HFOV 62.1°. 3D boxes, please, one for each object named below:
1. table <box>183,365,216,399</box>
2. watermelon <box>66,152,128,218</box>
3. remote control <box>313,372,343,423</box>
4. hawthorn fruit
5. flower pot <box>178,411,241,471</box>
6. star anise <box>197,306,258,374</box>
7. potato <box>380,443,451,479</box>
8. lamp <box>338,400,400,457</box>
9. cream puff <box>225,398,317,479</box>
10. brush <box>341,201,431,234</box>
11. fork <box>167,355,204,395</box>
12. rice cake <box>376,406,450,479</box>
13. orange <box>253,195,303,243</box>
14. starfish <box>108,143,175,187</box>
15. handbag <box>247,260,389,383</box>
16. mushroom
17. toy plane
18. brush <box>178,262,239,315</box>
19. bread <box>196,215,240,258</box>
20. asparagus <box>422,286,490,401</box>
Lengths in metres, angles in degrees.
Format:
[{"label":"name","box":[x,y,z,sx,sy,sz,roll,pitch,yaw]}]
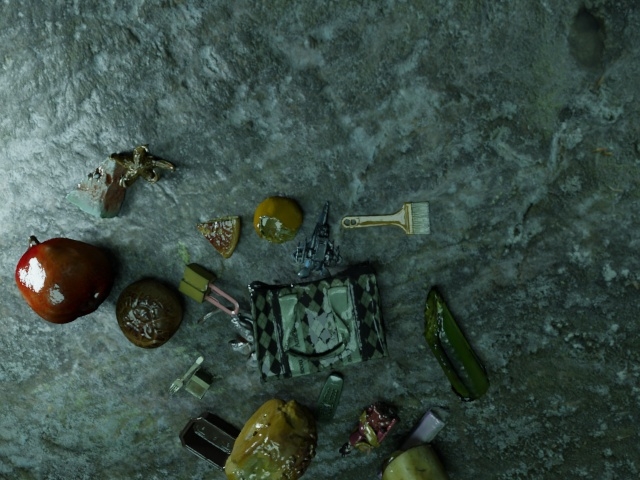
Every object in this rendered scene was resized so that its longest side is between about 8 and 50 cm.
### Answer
[{"label":"table","box":[-0.441,0.521,1.951,0.079,0.062,0.083,35,114,-3]},{"label":"watermelon","box":[-0.700,-0.183,1.729,0.154,0.094,0.241,35,111,-10]},{"label":"remote control","box":[0.031,0.561,1.880,0.072,0.042,0.222,18,115,5]},{"label":"hawthorn fruit","box":[-0.861,0.136,1.783,0.311,0.295,0.295,15,113,7]},{"label":"flower pot","box":[-0.398,0.752,2.023,0.250,0.084,0.179,34,113,-4]},{"label":"star anise","box":[-0.211,0.347,1.794,0.359,0.139,0.316,-21,96,15]},{"label":"potato","box":[0.346,0.835,1.779,0.242,0.243,0.285,-10,132,15]},{"label":"lamp","box":[0.171,0.675,1.855,0.118,0.118,0.253,31,107,-1]},{"label":"cream puff","box":[-0.152,0.716,1.827,0.231,0.327,0.343,43,72,-10]},{"label":"brush","box":[0.196,-0.061,1.619,0.272,0.013,0.103,-3,110,14]},{"label":"fork","box":[-0.499,0.497,1.980,0.034,0.028,0.219,42,109,2]},{"label":"rice cake","box":[0.319,0.728,1.873,0.070,0.064,0.399,34,114,9]},{"label":"orange","box":[-0.133,-0.060,1.626,0.156,0.134,0.157,6,106,22]},{"label":"starfish","box":[-0.553,-0.238,1.662,0.189,0.074,0.146,-8,126,-9]},{"label":"handbag","box":[-0.012,0.243,1.635,0.415,0.180,0.317,-12,110,-6]},{"label":"mushroom","box":[-0.596,0.255,1.839,0.253,0.153,0.253,4,104,17]},{"label":"toy plane","box":[0.002,0.002,1.649,0.169,0.078,0.247,6,111,-20]},{"label":"brush","box":[-0.363,0.176,1.781,0.233,0.047,0.103,30,116,15]},{"label":"bread","box":[-0.307,-0.035,1.712,0.136,0.054,0.154,-39,105,24]},{"label":"asparagus","box":[0.406,0.330,1.679,0.128,0.108,0.382,-27,102,21]}]
